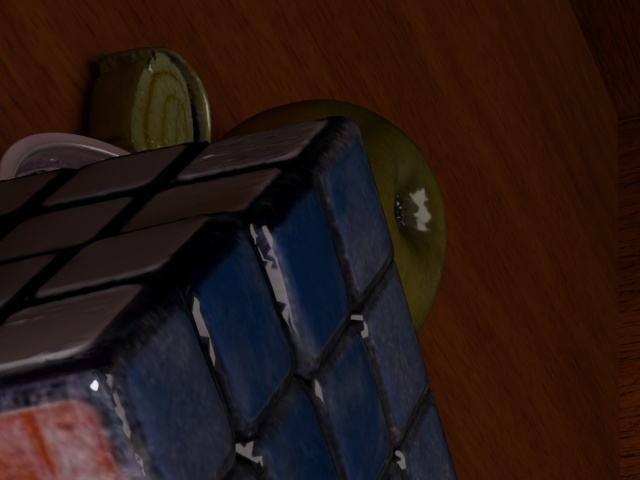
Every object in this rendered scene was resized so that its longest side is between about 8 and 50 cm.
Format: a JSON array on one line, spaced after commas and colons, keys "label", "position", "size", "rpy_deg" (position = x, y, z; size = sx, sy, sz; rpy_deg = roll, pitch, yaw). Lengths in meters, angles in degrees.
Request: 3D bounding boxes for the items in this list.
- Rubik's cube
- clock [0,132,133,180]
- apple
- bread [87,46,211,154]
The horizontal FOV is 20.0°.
[{"label": "Rubik's cube", "position": [-0.131, 0.167, 0.922], "size": [0.337, 0.344, 0.344], "rpy_deg": [-52, 129, -63]}, {"label": "clock", "position": [-0.142, 0.018, 1.200], "size": [0.197, 0.068, 0.197], "rpy_deg": [29, 29, -18]}, {"label": "apple", "position": [0.000, 0.000, 1.536], "size": [0.261, 0.194, 0.260], "rpy_deg": [39, 46, -55]}, {"label": "bread", "position": [-0.135, -0.076, 1.414], "size": [0.117, 0.064, 0.156], "rpy_deg": [48, 38, -46]}]
